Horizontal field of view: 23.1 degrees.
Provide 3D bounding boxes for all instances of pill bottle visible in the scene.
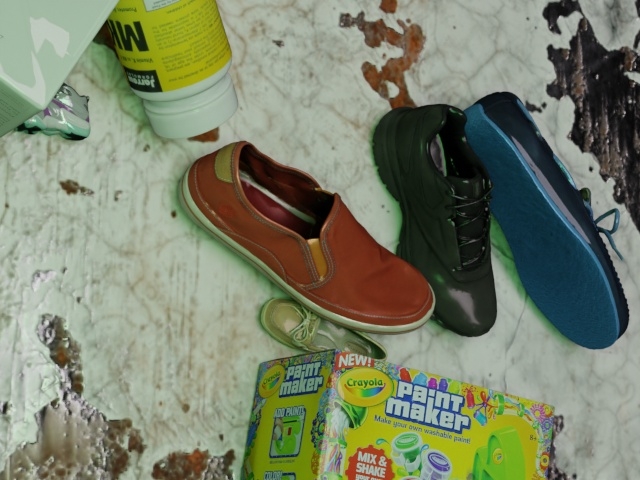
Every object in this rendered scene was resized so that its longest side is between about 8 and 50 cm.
[{"bbox_3d":[-0.161,-0.221,1.649,0.119,0.119,0.208,-35,125,-29],"label":"pill bottle"}]

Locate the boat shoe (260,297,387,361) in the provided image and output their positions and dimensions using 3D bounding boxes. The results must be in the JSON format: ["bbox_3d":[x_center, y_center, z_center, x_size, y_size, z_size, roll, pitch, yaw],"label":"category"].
[{"bbox_3d":[0.005,0.105,1.764,0.153,0.048,0.056,30,69,-22],"label":"boat shoe"}]

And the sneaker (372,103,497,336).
[{"bbox_3d":[0.150,-0.025,1.822,0.109,0.130,0.286,-21,94,-32],"label":"sneaker"}]

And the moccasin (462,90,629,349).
[{"bbox_3d":[0.292,-0.033,1.894,0.117,0.137,0.342,-43,111,-44],"label":"moccasin"}]

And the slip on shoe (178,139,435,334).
[{"bbox_3d":[0.000,0.000,1.734,0.331,0.101,0.123,34,47,-19],"label":"slip on shoe"}]

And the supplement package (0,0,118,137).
[{"bbox_3d":[-0.337,-0.207,1.478,0.177,0.293,0.175,38,64,-20],"label":"supplement package"}]

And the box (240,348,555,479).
[{"bbox_3d":[0.075,0.289,1.701,0.290,0.177,0.279,16,73,-27],"label":"box"}]

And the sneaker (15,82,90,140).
[{"bbox_3d":[-0.288,-0.146,1.649,0.098,0.038,0.069,10,75,-38],"label":"sneaker"}]
